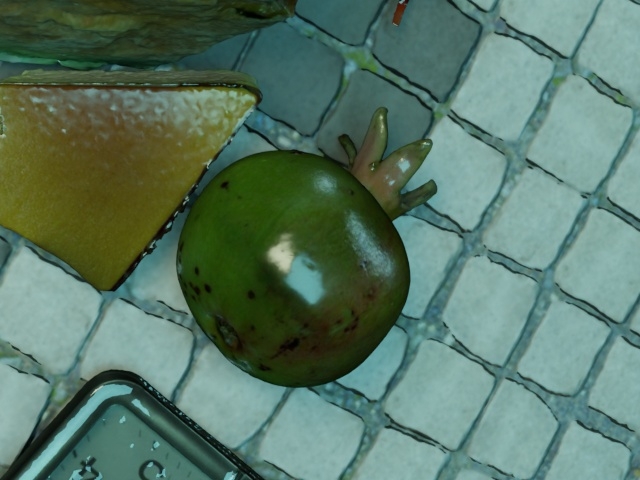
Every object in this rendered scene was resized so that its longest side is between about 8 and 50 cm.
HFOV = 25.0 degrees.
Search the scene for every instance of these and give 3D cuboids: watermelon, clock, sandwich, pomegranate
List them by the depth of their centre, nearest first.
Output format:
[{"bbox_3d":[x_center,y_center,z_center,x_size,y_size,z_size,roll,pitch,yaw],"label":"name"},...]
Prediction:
[{"bbox_3d":[-0.126,-0.210,0.936,0.264,0.302,0.151,3,85,-43],"label":"watermelon"},{"bbox_3d":[-0.160,-0.079,1.047,0.162,0.058,0.193,35,102,-22],"label":"sandwich"},{"bbox_3d":[0.000,0.000,1.082,0.224,0.181,0.181,-45,111,-23],"label":"pomegranate"},{"bbox_3d":[-0.156,0.276,1.139,0.273,0.049,0.279,44,85,-19],"label":"clock"}]

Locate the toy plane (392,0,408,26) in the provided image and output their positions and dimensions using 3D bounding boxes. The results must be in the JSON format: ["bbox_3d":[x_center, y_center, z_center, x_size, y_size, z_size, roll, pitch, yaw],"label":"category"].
[{"bbox_3d":[0.045,-0.243,1.101,0.194,0.077,0.126,24,83,-11],"label":"toy plane"}]
